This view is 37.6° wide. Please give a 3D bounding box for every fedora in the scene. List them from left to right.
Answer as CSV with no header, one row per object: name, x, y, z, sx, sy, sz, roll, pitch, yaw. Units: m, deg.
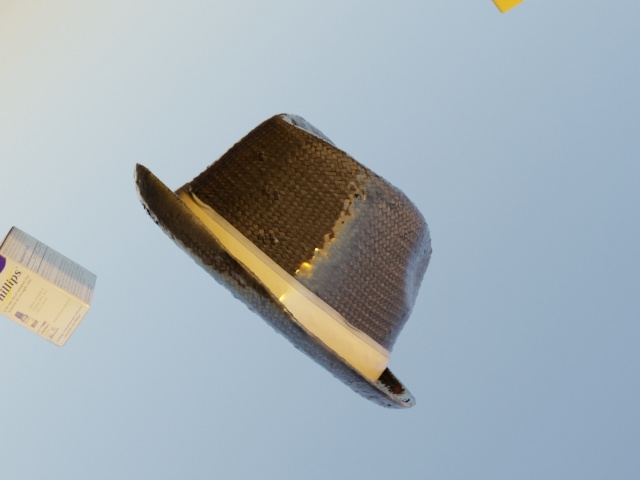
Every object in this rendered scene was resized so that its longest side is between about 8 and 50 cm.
fedora,0.000,0.000,0.832,0.152,0.334,0.334,-49,-153,0

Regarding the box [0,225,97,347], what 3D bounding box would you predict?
box,-0.376,0.060,1.247,0.072,0.137,0.126,-53,-163,8

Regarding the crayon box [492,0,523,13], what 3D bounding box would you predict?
crayon box,0.268,-0.456,0.986,0.363,0.313,0.106,-28,-132,25
